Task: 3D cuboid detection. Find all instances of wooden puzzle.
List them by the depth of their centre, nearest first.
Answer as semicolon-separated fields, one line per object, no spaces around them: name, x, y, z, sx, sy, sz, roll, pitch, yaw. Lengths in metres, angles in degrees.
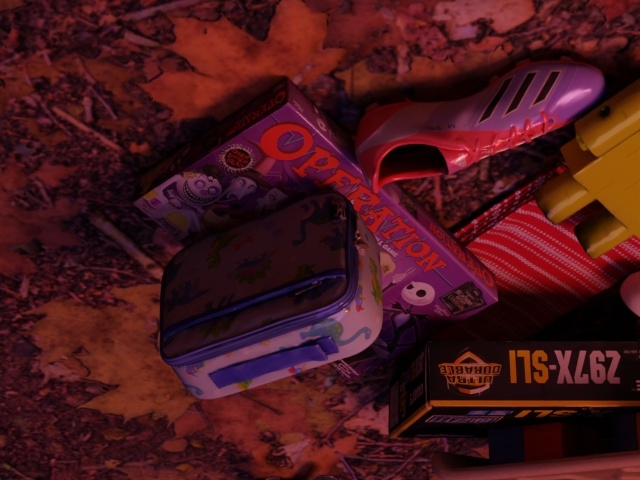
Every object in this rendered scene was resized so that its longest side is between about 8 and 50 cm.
wooden puzzle;0.348;0.245;1.791;0.348;0.080;0.322;-6;165;36

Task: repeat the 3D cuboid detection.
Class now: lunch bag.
lunch bag;-0.048;0.056;1.548;0.219;0.176;0.090;-19;131;18

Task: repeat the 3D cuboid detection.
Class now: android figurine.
android figurine;0.354;-0.083;1.580;0.273;0.056;0.248;-32;137;20

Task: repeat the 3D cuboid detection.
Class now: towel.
towel;0.216;0.037;1.744;0.199;0.031;0.275;31;127;-34

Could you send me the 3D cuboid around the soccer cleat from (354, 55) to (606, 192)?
soccer cleat;0.154;-0.106;1.529;0.248;0.095;0.083;-12;138;8

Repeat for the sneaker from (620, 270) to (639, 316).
sneaker;0.470;0.045;1.743;0.290;0.106;0.123;7;119;-16

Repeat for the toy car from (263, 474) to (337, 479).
toy car;-0.043;0.368;2.022;0.155;0.149;0.188;0;128;-24

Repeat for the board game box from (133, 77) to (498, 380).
board game box;0.000;0.000;1.646;0.208;0.056;0.347;-34;125;23

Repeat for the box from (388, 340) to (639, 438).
box;0.253;0.170;1.785;0.322;0.079;0.257;1;164;-7
